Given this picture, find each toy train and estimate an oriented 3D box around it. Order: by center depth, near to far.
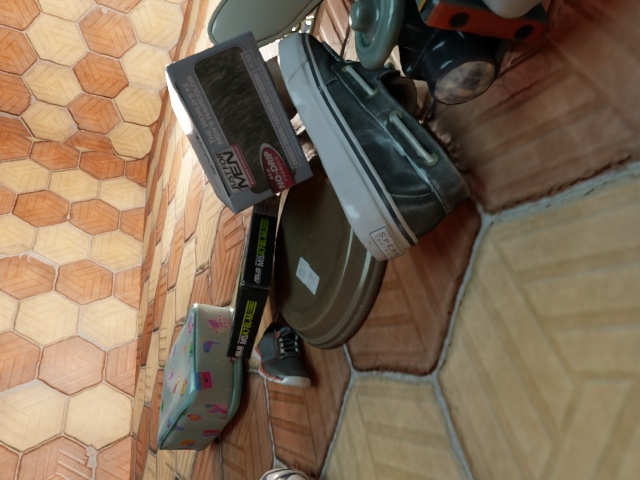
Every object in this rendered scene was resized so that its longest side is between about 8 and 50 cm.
[{"bbox_3d":[0.094,-0.279,0.407,0.190,0.142,0.334,124,142,-57],"label":"toy train"}]

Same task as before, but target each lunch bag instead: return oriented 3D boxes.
[{"bbox_3d":[-0.231,0.259,0.979,0.279,0.107,0.224,-55,30,40],"label":"lunch bag"}]

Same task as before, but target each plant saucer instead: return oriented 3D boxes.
[{"bbox_3d":[0.000,0.000,0.666,0.278,0.041,0.278,-31,54,57],"label":"plant saucer"}]

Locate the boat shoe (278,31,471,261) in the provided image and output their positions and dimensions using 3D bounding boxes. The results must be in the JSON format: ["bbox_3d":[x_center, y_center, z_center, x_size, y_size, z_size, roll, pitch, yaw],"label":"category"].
[{"bbox_3d":[0.049,-0.126,0.537,0.119,0.121,0.335,-29,53,8],"label":"boat shoe"}]

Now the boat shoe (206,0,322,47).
[{"bbox_3d":[-0.051,-0.352,0.729,0.254,0.095,0.079,-42,13,0],"label":"boat shoe"}]

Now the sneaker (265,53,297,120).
[{"bbox_3d":[-0.065,-0.228,0.838,0.087,0.092,0.228,55,169,-1],"label":"sneaker"}]

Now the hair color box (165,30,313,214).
[{"bbox_3d":[-0.136,-0.160,0.767,0.185,0.113,0.374,66,170,-14],"label":"hair color box"}]

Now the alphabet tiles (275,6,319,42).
[{"bbox_3d":[-0.024,-0.480,0.924,0.198,0.009,0.237,43,121,61],"label":"alphabet tiles"}]

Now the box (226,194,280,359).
[{"bbox_3d":[-0.103,0.053,0.784,0.184,0.045,0.191,113,165,-44],"label":"box"}]

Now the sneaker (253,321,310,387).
[{"bbox_3d":[-0.053,0.151,0.703,0.158,0.061,0.065,20,93,64],"label":"sneaker"}]

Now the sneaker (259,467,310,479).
[{"bbox_3d":[-0.031,0.371,0.529,0.153,0.094,0.235,138,146,-65],"label":"sneaker"}]
